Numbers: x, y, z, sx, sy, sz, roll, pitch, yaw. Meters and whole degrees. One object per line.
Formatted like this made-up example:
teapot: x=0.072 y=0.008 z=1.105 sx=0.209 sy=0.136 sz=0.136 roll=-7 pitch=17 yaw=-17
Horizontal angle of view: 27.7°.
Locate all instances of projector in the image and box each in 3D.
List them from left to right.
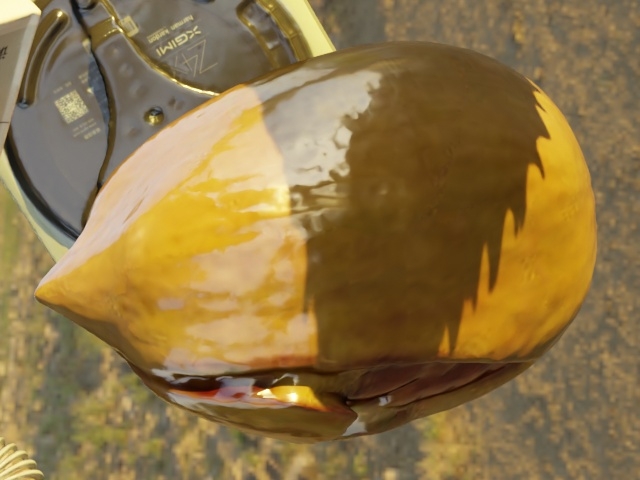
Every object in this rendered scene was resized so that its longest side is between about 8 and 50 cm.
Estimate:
projector: x=-0.114 y=-0.096 z=0.939 sx=0.259 sy=0.257 sz=0.079 roll=59 pitch=-171 yaw=-12

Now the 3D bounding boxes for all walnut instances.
walnut: x=0.000 y=0.000 z=0.678 sx=0.203 sy=0.298 sz=0.203 roll=173 pitch=90 yaw=-77

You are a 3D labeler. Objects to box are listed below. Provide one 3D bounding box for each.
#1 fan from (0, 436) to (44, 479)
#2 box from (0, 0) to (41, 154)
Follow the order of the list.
fan: x=-0.318 y=0.202 z=0.935 sx=0.074 sy=0.244 sz=0.130 roll=110 pitch=158 yaw=-52
box: x=-0.189 y=-0.018 z=0.564 sx=0.029 sy=0.109 sz=0.198 roll=43 pitch=133 yaw=17
